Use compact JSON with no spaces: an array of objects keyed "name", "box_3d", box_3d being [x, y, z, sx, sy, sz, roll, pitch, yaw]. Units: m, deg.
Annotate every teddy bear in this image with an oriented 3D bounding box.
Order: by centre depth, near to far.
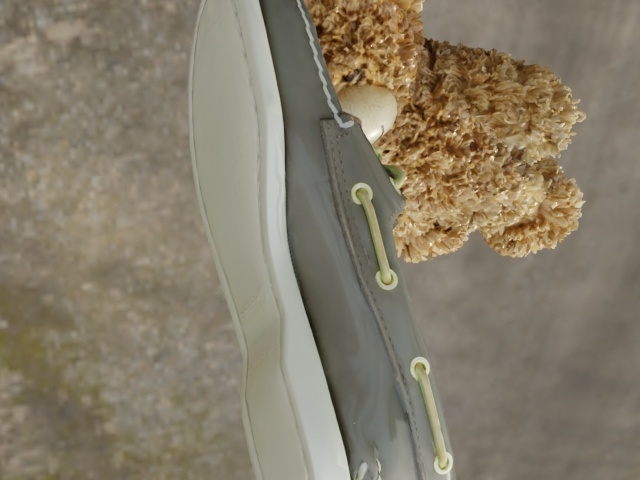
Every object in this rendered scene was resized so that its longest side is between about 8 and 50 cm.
[{"name":"teddy bear","box_3d":[0.053,-0.059,1.085,0.245,0.113,0.338,10,160,15]}]

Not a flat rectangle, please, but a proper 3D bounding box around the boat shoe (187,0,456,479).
[{"name":"boat shoe","box_3d":[-0.002,0.001,0.843,0.091,0.305,0.109,-6,166,-23]}]
